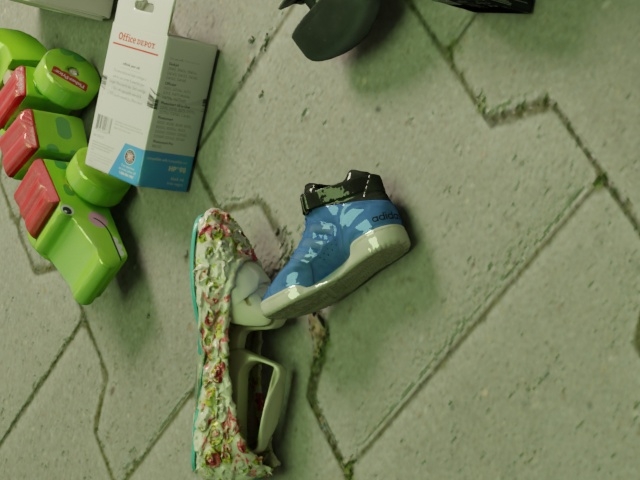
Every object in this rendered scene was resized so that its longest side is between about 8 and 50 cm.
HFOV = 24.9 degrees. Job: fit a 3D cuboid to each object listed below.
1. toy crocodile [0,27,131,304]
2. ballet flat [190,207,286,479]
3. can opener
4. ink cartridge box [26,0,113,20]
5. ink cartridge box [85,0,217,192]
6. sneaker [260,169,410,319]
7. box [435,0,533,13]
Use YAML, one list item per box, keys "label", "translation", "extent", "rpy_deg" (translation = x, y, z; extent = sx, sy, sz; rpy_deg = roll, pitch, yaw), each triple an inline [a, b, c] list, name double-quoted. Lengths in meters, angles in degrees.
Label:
- label: "toy crocodile"
  translation: [-0.278, -0.086, 1.477]
  extent: [0.115, 0.105, 0.340]
  rpy_deg: [-46, 53, 36]
- label: "ballet flat"
  translation: [-0.065, 0.092, 1.234]
  extent: [0.077, 0.091, 0.241]
  rpy_deg: [-1, 90, 26]
- label: "can opener"
  translation: [0.046, -0.235, 1.103]
  extent: [0.093, 0.074, 0.280]
  rpy_deg: [54, 150, 5]
- label: "ink cartridge box"
  translation: [-0.280, -0.362, 1.520]
  extent: [0.172, 0.100, 0.237]
  rpy_deg: [20, 100, 50]
- label: "ink cartridge box"
  translation: [-0.158, -0.145, 1.378]
  extent: [0.104, 0.060, 0.180]
  rpy_deg: [23, 103, 49]
- label: "sneaker"
  translation: [0.001, 0.000, 1.171]
  extent: [0.152, 0.058, 0.085]
  rpy_deg: [-36, 65, 36]
- label: "box"
  translation: [0.123, -0.212, 1.062]
  extent: [0.062, 0.052, 0.083]
  rpy_deg: [13, 94, 50]
